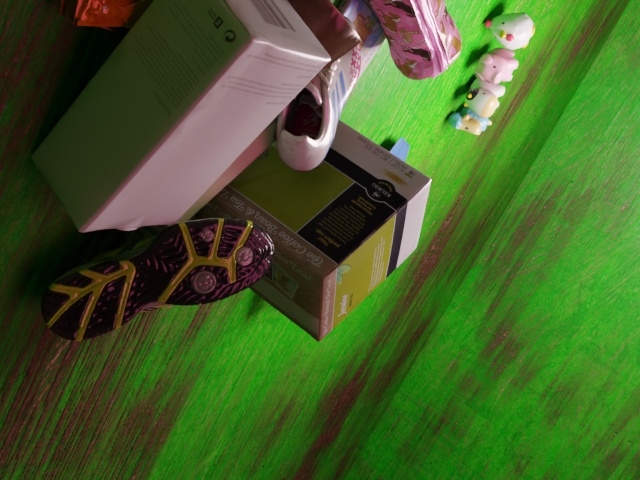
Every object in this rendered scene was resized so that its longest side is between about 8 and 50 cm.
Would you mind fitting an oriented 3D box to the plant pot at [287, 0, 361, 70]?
[{"bbox_3d":[-0.090,-0.314,1.358,0.230,0.215,0.215,-43,158,7],"label":"plant pot"}]

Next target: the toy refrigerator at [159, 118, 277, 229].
[{"bbox_3d":[-0.202,-0.146,1.465,0.269,0.102,0.094,-45,155,-22],"label":"toy refrigerator"}]

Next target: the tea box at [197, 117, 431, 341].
[{"bbox_3d":[-0.017,-0.047,1.670,0.323,0.329,0.220,-40,154,-29],"label":"tea box"}]

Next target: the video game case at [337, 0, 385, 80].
[{"bbox_3d":[0.053,-0.387,1.736,0.193,0.023,0.212,-57,157,3],"label":"video game case"}]

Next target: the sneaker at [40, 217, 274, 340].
[{"bbox_3d":[-0.267,0.042,1.416,0.384,0.147,0.145,-15,104,-12],"label":"sneaker"}]

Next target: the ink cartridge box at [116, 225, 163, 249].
[{"bbox_3d":[-0.292,0.035,1.587,0.109,0.062,0.209,-57,158,3],"label":"ink cartridge box"}]

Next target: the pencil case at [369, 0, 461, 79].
[{"bbox_3d":[0.169,-0.463,1.653,0.386,0.160,0.167,45,55,-64],"label":"pencil case"}]

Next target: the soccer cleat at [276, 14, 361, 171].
[{"bbox_3d":[0.001,-0.284,1.526,0.143,0.115,0.331,75,26,-68],"label":"soccer cleat"}]

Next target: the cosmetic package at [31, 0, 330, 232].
[{"bbox_3d":[-0.198,-0.187,1.205,0.385,0.156,0.217,-41,165,23],"label":"cosmetic package"}]

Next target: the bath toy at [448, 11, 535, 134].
[{"bbox_3d":[0.460,-0.459,2.326,0.151,0.128,0.348,-97,-160,-49],"label":"bath toy"}]

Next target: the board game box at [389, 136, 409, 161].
[{"bbox_3d":[0.177,-0.205,2.224,0.133,0.033,0.168,-62,162,3],"label":"board game box"}]

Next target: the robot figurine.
[{"bbox_3d":[-0.215,-0.368,1.156,0.291,0.085,0.211,-20,140,-53],"label":"robot figurine"}]
